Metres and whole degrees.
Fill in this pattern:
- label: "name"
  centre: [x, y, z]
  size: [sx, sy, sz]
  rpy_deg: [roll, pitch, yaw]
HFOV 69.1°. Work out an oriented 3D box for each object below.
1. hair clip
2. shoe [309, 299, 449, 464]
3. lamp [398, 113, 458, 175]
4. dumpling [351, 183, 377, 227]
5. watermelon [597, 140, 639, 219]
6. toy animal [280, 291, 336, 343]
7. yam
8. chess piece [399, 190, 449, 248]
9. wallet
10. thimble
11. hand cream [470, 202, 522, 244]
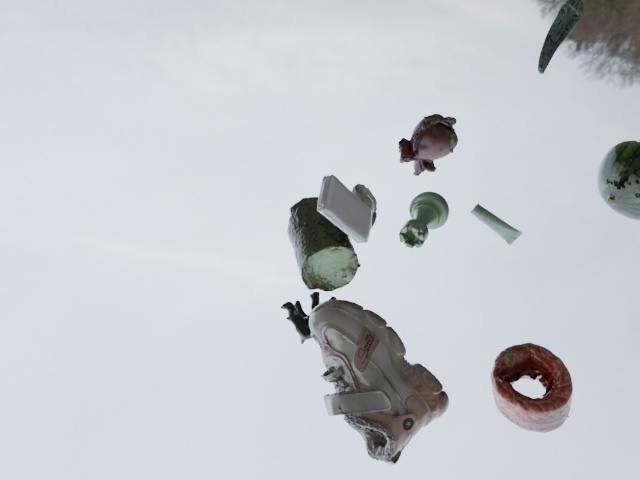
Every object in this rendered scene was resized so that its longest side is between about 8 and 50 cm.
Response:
- label: "hair clip"
  centre: [0.664, -0.571, 1.305]
  size: [0.066, 0.229, 0.036]
  rpy_deg: [27, -177, -25]
- label: "shoe"
  centre: [0.090, 0.287, 0.964]
  size: [0.351, 0.171, 0.198]
  rpy_deg: [42, -121, 6]
- label: "lamp"
  centre: [0.379, -0.339, 1.596]
  size: [0.215, 0.223, 0.150]
  rpy_deg: [24, -121, -44]
- label: "dumpling"
  centre: [0.128, -0.092, 1.511]
  size: [0.127, 0.108, 0.187]
  rpy_deg: [43, -128, -37]
- label: "watermelon"
  centre: [1.151, -0.184, 1.686]
  size: [0.331, 0.189, 0.331]
  rpy_deg: [42, 178, 2]
- label: "toy animal"
  centre: [-0.009, 0.231, 1.396]
  size: [0.245, 0.114, 0.146]
  rpy_deg: [6, -130, -33]
- label: "yam"
  centre: [0.000, 0.000, 1.517]
  size: [0.195, 0.195, 0.299]
  rpy_deg: [6, -141, -23]
- label: "chess piece"
  centre: [0.472, -0.087, 2.169]
  size: [0.195, 0.194, 0.299]
  rpy_deg: [33, -137, 10]
- label: "wallet"
  centre: [0.058, -0.065, 1.018]
  size: [0.190, 0.033, 0.095]
  rpy_deg: [33, -119, -46]
- label: "thimble"
  centre: [0.649, 0.449, 1.435]
  size: [0.240, 0.162, 0.239]
  rpy_deg: [-13, -136, 12]
- label: "hand cream"
  centre: [0.689, -0.068, 1.836]
  size: [0.205, 0.078, 0.050]
  rpy_deg: [39, -137, 9]
